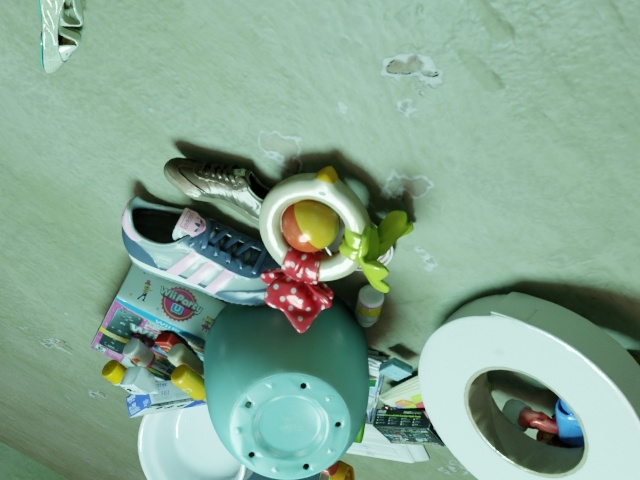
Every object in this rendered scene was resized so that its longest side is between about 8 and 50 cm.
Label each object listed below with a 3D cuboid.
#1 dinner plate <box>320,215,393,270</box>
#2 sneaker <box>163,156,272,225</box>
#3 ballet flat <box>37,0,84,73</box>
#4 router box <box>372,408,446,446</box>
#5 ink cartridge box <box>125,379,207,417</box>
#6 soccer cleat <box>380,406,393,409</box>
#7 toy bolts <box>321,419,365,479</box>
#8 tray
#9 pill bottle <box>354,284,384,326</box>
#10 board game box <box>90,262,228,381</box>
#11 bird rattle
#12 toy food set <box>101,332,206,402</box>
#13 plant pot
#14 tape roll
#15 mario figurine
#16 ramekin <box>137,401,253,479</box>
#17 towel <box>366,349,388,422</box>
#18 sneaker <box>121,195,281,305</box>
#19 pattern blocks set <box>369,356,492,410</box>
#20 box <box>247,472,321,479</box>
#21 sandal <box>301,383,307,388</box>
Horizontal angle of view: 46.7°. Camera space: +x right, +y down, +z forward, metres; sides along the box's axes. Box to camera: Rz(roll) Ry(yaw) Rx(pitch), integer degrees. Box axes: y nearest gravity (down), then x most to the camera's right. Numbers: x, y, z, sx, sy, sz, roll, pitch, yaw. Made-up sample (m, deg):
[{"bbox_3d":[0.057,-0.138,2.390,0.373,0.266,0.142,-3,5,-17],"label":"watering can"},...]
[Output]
[{"bbox_3d":[0.044,-0.001,1.133,0.141,0.017,0.141,15,144,11],"label":"dinner plate"},{"bbox_3d":[-0.133,-0.088,1.085,0.188,0.066,0.071,24,128,-12],"label":"sneaker"},{"bbox_3d":[-0.328,-0.269,0.940,0.052,0.057,0.168,14,146,-7],"label":"ballet flat"},{"bbox_3d":[0.176,0.365,1.444,0.122,0.038,0.092,-5,142,31],"label":"router box"},{"bbox_3d":[-0.280,0.313,1.513,0.207,0.046,0.097,1,154,-43],"label":"ink cartridge box"},{"bbox_3d":[0.151,0.378,1.572,0.083,0.029,0.035,36,139,-27],"label":"soccer cleat"},{"bbox_3d":[-0.026,0.416,1.456,0.158,0.218,0.228,5,168,20],"label":"toy bolts"},{"bbox_3d":[0.106,0.465,1.709,0.270,0.030,0.145,1,141,26],"label":"tray"},{"bbox_3d":[0.081,0.112,1.241,0.043,0.043,0.083,17,145,7],"label":"pill bottle"},{"bbox_3d":[-0.323,0.179,1.497,0.224,0.098,0.303,28,144,-11],"label":"board game box"},{"bbox_3d":[0.000,0.000,1.059,0.253,0.143,0.207,-20,109,38],"label":"bird rattle"},{"bbox_3d":[-0.291,0.248,1.391,0.232,0.111,0.104,-8,137,34],"label":"toy food set"},{"bbox_3d":[-0.052,0.241,1.202,0.293,0.235,0.293,-1,107,-4],"label":"plant pot"},{"bbox_3d":[0.329,0.263,1.153,0.392,0.072,0.392,26,133,32],"label":"tape roll"},{"bbox_3d":[0.435,0.286,1.259,0.198,0.170,0.321,44,146,35],"label":"mario figurine"},{"bbox_3d":[-0.266,0.464,1.699,0.277,0.277,0.135,5,-177,22],"label":"ramekin"},{"bbox_3d":[0.022,0.279,1.503,0.209,0.034,0.285,16,145,9],"label":"towel"},{"bbox_3d":[-0.177,0.014,1.187,0.319,0.112,0.131,12,144,10],"label":"sneaker"},{"bbox_3d":[0.221,0.322,1.429,0.324,0.026,0.285,22,143,-12],"label":"pattern blocks set"},{"bbox_3d":[-0.184,0.691,1.930,0.212,0.294,0.395,28,144,-10],"label":"box"},{"bbox_3d":[-0.108,0.285,1.524,0.254,0.054,0.097,9,142,33],"label":"sandal"}]
